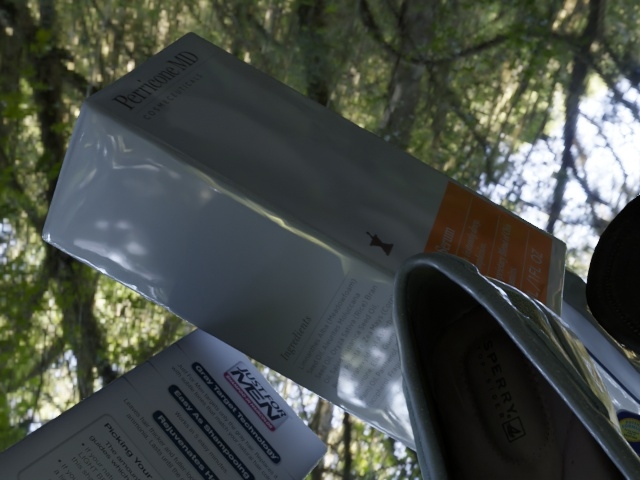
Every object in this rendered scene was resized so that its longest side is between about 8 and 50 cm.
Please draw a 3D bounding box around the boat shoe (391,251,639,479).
[{"bbox_3d":[0.107,0.142,0.361,0.103,0.118,0.320,37,-152,-44],"label":"boat shoe"}]

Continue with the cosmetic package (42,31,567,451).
[{"bbox_3d":[0.000,0.000,0.828,0.453,0.161,0.230,29,-147,0],"label":"cosmetic package"}]

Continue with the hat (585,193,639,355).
[{"bbox_3d":[0.283,-0.042,0.374,0.331,0.134,0.331,-6,-155,3],"label":"hat"}]

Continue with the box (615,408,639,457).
[{"bbox_3d":[0.350,0.306,0.913,0.136,0.225,0.036,17,176,8],"label":"box"}]

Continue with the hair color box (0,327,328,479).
[{"bbox_3d":[-0.146,0.207,0.687,0.174,0.105,0.347,48,-153,6],"label":"hair color box"}]

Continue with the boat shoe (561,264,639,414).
[{"bbox_3d":[0.366,0.159,1.286,0.136,0.156,0.367,0,-139,-48],"label":"boat shoe"}]
